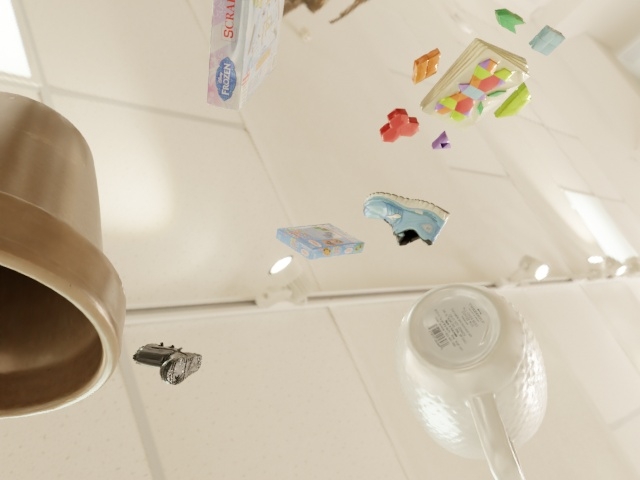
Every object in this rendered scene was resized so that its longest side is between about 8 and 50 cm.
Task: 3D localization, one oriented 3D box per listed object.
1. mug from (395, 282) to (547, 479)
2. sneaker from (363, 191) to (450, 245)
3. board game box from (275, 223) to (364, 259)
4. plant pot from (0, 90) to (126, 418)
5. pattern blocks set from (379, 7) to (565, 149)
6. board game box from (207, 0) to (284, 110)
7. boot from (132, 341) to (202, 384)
[{"bbox_3d":[0.287,0.269,1.115,0.328,0.276,0.374,59,-166,-50],"label":"mug"},{"bbox_3d":[0.122,-0.031,0.948,0.063,0.162,0.073,22,-94,-40],"label":"sneaker"},{"bbox_3d":[0.000,0.000,1.772,0.211,0.039,0.160,-6,-153,-43],"label":"board game box"},{"bbox_3d":[-0.296,-0.003,0.528,0.263,0.263,0.229,25,-141,-30],"label":"plant pot"},{"bbox_3d":[0.287,-0.286,1.142,0.285,0.325,0.026,3,-126,-25],"label":"pattern blocks set"},{"bbox_3d":[-0.125,-0.445,1.125,0.066,0.318,0.319,12,-149,2],"label":"board game box"},{"bbox_3d":[-0.264,0.201,1.003,0.099,0.045,0.121,10,-176,15],"label":"boot"}]
